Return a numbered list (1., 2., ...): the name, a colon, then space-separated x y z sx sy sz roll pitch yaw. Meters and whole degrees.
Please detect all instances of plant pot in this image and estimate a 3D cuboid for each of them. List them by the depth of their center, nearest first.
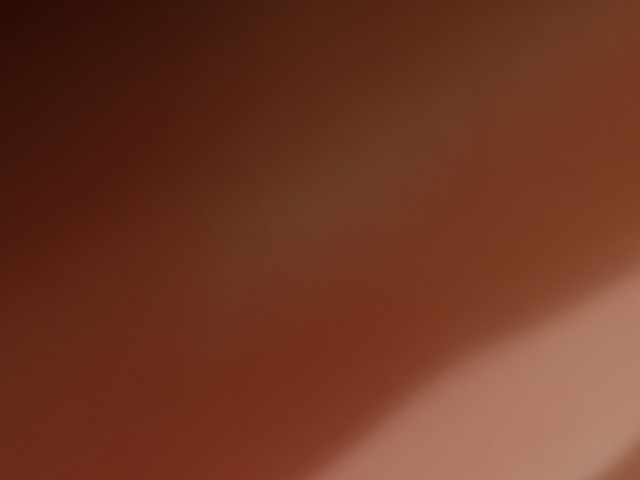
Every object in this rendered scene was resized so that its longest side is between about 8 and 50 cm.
1. plant pot: 0.034 -0.027 0.500 0.243 0.275 0.275 -33 154 26
